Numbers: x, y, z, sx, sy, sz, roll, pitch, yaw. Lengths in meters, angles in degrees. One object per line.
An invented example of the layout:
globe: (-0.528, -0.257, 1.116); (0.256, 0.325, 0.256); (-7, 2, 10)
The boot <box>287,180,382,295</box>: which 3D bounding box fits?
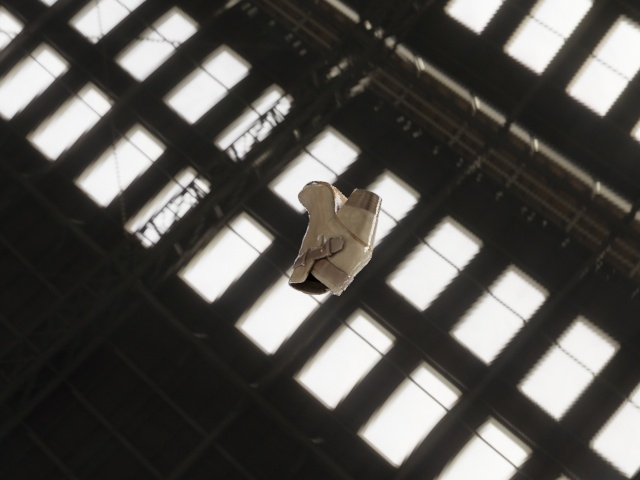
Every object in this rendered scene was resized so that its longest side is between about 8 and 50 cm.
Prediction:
boot: (0.000, 0.000, 0.835); (0.118, 0.042, 0.087); (4, -117, 60)
